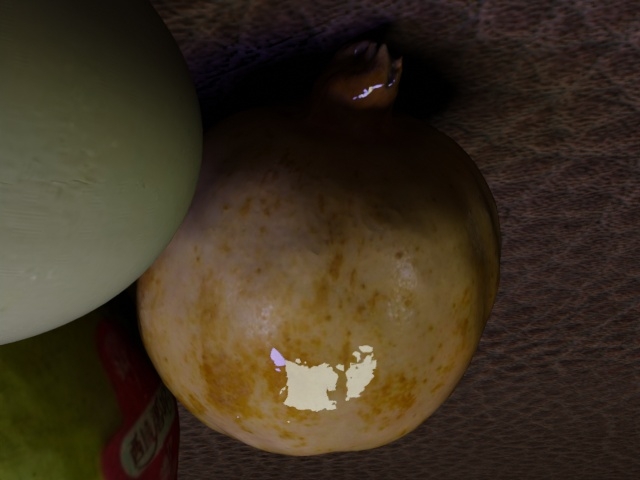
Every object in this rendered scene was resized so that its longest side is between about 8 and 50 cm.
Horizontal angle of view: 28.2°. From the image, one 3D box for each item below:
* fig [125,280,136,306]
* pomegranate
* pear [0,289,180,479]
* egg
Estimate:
[{"bbox_3d":[-0.229,0.043,0.888,0.149,0.149,0.245,-17,145,38],"label":"fig"},{"bbox_3d":[-0.002,0.015,0.694,0.207,0.207,0.207,-2,162,-1],"label":"pomegranate"},{"bbox_3d":[-0.234,0.071,0.696,0.287,0.375,0.287,-17,-156,8],"label":"pear"},{"bbox_3d":[-0.152,-0.048,0.504,0.186,0.186,0.242,-17,167,37],"label":"egg"}]
